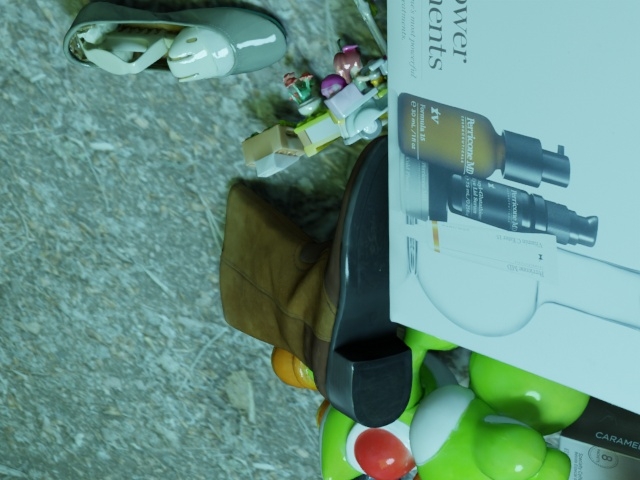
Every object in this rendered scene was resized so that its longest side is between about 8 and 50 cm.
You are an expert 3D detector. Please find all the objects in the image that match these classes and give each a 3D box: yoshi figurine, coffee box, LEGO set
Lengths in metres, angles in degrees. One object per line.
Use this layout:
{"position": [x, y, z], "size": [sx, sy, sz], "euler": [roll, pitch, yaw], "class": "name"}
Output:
{"position": [0.122, 0.130, 1.737], "size": [0.362, 0.203, 0.203], "euler": [17, 107, 56], "class": "yoshi figurine"}
{"position": [0.303, 0.246, 1.802], "size": [0.141, 0.098, 0.246], "euler": [14, 138, 18], "class": "coffee box"}
{"position": [0.012, -0.138, 1.602], "size": [0.107, 0.132, 0.287], "euler": [62, 160, -6], "class": "LEGO set"}

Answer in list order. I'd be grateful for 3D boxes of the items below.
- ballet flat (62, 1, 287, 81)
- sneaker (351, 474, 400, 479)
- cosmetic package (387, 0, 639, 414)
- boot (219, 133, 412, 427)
{"position": [-0.133, -0.168, 1.686], "size": [0.213, 0.068, 0.072], "euler": [8, 135, 26], "class": "ballet flat"}
{"position": [0.068, 0.310, 2.034], "size": [0.131, 0.112, 0.319], "euler": [13, 142, -3], "class": "sneaker"}
{"position": [0.179, -0.085, 1.380], "size": [0.284, 0.097, 0.377], "euler": [18, 119, 40], "class": "cosmetic package"}
{"position": [0.000, 0.000, 1.708], "size": [0.280, 0.096, 0.264], "euler": [36, 132, 56], "class": "boot"}
